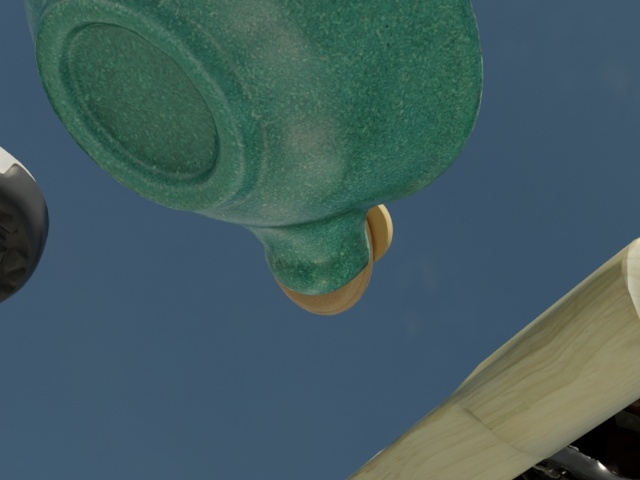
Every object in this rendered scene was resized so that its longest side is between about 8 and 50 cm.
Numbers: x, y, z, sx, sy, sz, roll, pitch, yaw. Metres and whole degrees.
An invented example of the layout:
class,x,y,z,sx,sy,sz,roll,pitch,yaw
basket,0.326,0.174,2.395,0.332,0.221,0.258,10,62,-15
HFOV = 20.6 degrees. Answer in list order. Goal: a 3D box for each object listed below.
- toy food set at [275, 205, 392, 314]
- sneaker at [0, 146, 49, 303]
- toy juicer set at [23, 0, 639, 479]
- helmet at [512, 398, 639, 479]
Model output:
class,x,y,z,sx,sy,sz,roll,pitch,yaw
toy food set,0.000,0.000,0.980,0.082,0.020,0.083,37,-58,30
sneaker,-0.196,-0.046,0.547,0.235,0.097,0.084,14,-50,-11
toy juicer set,0.002,-0.063,0.424,0.209,0.089,0.329,-15,-64,50
helmet,0.146,0.157,0.956,0.169,0.169,0.161,12,-47,15
